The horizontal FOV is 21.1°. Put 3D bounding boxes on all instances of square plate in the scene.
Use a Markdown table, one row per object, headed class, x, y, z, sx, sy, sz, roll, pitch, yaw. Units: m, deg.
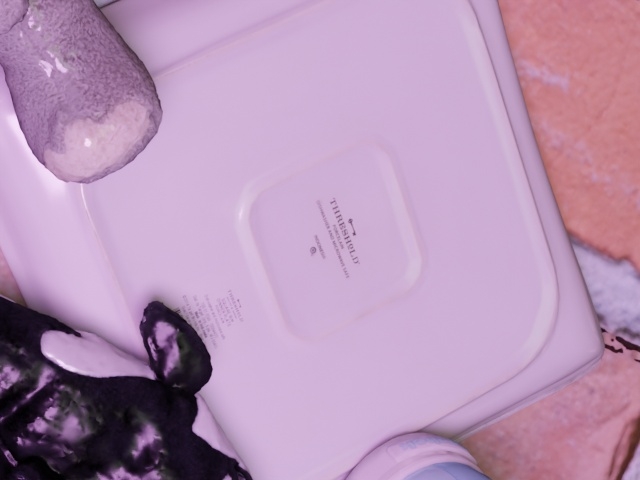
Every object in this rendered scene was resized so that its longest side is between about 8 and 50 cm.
| class | x | y | z | sx | sy | sz | roll | pitch | yaw |
| --- | --- | --- | --- | --- | --- | --- | --- | --- | --- |
| square plate | 0.000 | 0.000 | 0.999 | 0.344 | 0.049 | 0.347 | -27 | 110 | -22 |

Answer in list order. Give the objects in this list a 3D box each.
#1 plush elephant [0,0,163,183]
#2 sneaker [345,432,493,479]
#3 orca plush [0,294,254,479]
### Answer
| class | x | y | z | sx | sy | sz | roll | pitch | yaw |
| --- | --- | --- | --- | --- | --- | --- | --- | --- | --- |
| plush elephant | -0.092 | -0.236 | 0.779 | 0.330 | 0.255 | 0.272 | 48 | 63 | -20 |
| sneaker | 0.040 | 0.305 | 0.997 | 0.135 | 0.150 | 0.366 | 3 | 107 | -27 |
| orca plush | -0.137 | 0.086 | 0.877 | 0.151 | 0.102 | 0.287 | -29 | 112 | 8 |
